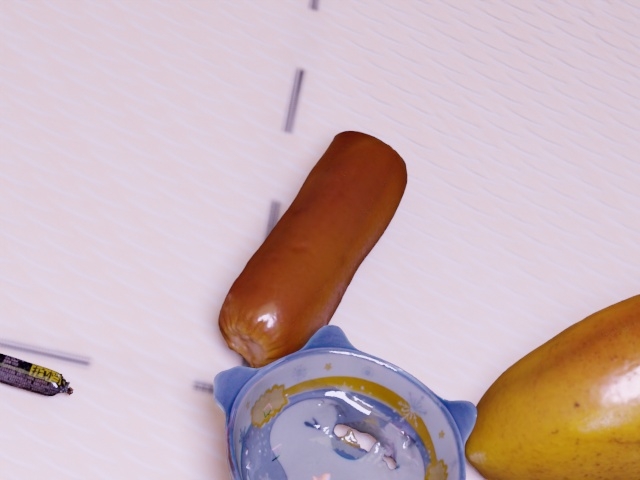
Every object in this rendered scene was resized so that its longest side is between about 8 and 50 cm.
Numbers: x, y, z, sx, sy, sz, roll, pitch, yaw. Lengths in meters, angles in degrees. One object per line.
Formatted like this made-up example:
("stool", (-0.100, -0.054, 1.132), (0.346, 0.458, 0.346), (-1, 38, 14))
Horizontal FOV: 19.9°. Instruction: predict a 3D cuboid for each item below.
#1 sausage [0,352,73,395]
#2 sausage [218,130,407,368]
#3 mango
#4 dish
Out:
("sausage", (-0.306, 0.097, 1.567), (0.198, 0.025, 0.028), (20, 49, 0))
("sausage", (0.000, 0.000, 1.678), (0.089, 0.083, 0.300), (19, 50, 15))
("mango", (0.292, 0.131, 1.605), (0.350, 0.199, 0.201), (-12, 28, -7))
("dish", (0.023, 0.193, 1.542), (0.228, 0.086, 0.236), (-27, 64, -30))
